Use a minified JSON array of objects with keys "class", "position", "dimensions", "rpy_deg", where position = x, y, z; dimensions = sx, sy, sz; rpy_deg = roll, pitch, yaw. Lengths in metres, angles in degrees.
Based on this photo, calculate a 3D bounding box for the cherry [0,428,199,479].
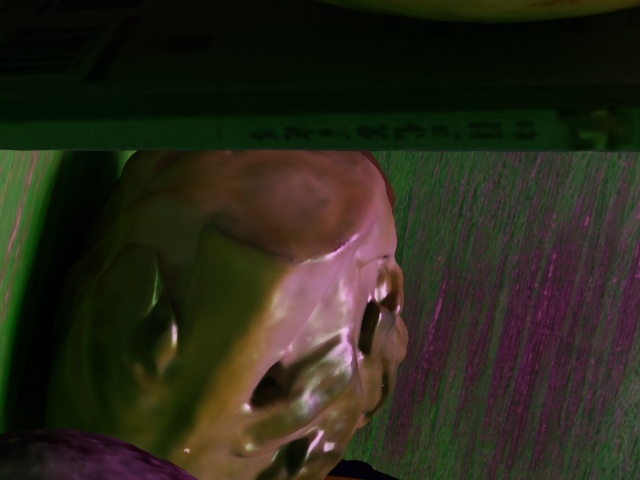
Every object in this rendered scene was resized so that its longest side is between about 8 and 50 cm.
[{"class":"cherry","position":[-0.078,0.160,0.629],"dimensions":[0.195,0.195,0.195],"rpy_deg":[13,90,-86]}]

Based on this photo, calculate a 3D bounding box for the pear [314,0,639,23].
[{"class":"pear","position":[0.056,-0.200,0.489],"dimensions":[0.304,0.304,0.304],"rpy_deg":[13,90,-86]}]

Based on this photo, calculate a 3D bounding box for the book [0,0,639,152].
[{"class":"book","position":[0.022,-0.077,0.591],"dimensions":[0.215,0.283,0.025],"rpy_deg":[-67,155,-59]}]

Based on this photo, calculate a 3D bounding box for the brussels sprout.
[{"class":"brussels sprout","position":[-0.051,0.048,0.897],"dimensions":[0.223,0.161,0.223],"rpy_deg":[-46,151,-34]}]

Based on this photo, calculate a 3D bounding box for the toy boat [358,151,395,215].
[{"class":"toy boat","position":[0.000,0.000,1.632],"dimensions":[0.445,0.136,0.162],"rpy_deg":[-79,-175,-76]}]

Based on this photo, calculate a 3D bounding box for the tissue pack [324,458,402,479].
[{"class":"tissue pack","position":[-0.017,0.328,1.432],"dimensions":[0.416,0.264,0.253],"rpy_deg":[-53,159,-78]}]
